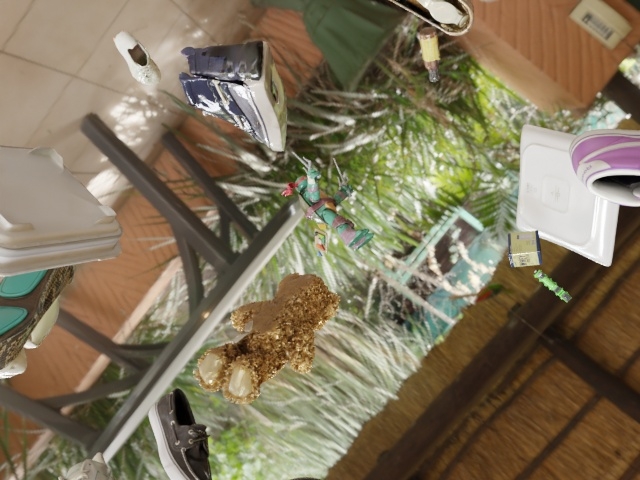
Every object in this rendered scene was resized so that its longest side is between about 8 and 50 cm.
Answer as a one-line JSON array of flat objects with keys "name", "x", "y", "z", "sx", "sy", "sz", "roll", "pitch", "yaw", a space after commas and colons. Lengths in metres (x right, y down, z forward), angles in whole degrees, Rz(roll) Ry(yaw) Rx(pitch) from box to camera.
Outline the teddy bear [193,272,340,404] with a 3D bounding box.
[{"name": "teddy bear", "x": -0.102, "y": 0.206, "z": 1.156, "sx": 0.244, "sy": 0.113, "sz": 0.338, "roll": -7, "pitch": -151, "yaw": 29}]

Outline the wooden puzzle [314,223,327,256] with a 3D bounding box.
[{"name": "wooden puzzle", "x": 0.000, "y": 0.000, "z": 1.747, "sx": 0.014, "sy": 0.117, "sz": 0.078, "roll": -15, "pitch": -160, "yaw": -30}]

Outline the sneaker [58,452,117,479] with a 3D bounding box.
[{"name": "sneaker", "x": -0.196, "y": 0.216, "z": 0.453, "sx": 0.053, "sy": 0.061, "sz": 0.152, "roll": -23, "pitch": 176, "yaw": -14}]

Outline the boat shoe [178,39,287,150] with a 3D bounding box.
[{"name": "boat shoe", "x": -0.157, "y": -0.271, "z": 1.079, "sx": 0.340, "sy": 0.157, "sz": 0.127, "roll": 74, "pitch": 18, "yaw": -74}]

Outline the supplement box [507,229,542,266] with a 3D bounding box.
[{"name": "supplement box", "x": 0.575, "y": 0.023, "z": 1.574, "sx": 0.083, "sy": 0.056, "sz": 0.083, "roll": -7, "pitch": -135, "yaw": 24}]

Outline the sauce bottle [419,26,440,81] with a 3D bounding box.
[{"name": "sauce bottle", "x": 0.261, "y": -0.436, "z": 1.319, "sx": 0.042, "sy": 0.042, "sz": 0.128, "roll": -53, "pitch": 143, "yaw": -25}]

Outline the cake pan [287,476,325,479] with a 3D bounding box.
[{"name": "cake pan", "x": -0.019, "y": 0.608, "z": 1.062, "sx": 0.293, "sy": 0.293, "sz": 0.054, "roll": -53, "pitch": -174, "yaw": -34}]

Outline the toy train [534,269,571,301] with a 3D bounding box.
[{"name": "toy train", "x": 0.422, "y": 0.082, "z": 1.017, "sx": 0.017, "sy": 0.083, "sz": 0.024, "roll": -50, "pitch": -171, "yaw": 12}]

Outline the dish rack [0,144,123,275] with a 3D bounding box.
[{"name": "dish rack", "x": -0.506, "y": -0.075, "z": 0.960, "sx": 0.072, "sy": 0.285, "sz": 0.333, "roll": -48, "pitch": 170, "yaw": 17}]

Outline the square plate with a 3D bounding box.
[{"name": "square plate", "x": 0.689, "y": -0.134, "z": 1.603, "sx": 0.049, "sy": 0.348, "sz": 0.344, "roll": -17, "pitch": -153, "yaw": -23}]

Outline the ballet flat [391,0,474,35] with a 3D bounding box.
[{"name": "ballet flat", "x": 0.194, "y": -0.521, "z": 1.148, "sx": 0.108, "sy": 0.315, "sz": 0.106, "roll": -55, "pitch": -157, "yaw": 38}]

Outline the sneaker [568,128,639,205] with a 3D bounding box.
[{"name": "sneaker", "x": 0.547, "y": -0.109, "z": 0.863, "sx": 0.161, "sy": 0.281, "sz": 0.102, "roll": -74, "pitch": 154, "yaw": -55}]

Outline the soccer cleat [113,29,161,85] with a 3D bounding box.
[{"name": "soccer cleat", "x": -0.456, "y": -0.450, "z": 1.424, "sx": 0.068, "sy": 0.076, "sz": 0.196, "roll": -47, "pitch": 159, "yaw": -8}]

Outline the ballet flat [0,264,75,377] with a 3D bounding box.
[{"name": "ballet flat", "x": -0.649, "y": 0.172, "z": 1.185, "sx": 0.483, "sy": 0.163, "sz": 0.182, "roll": -80, "pitch": 168, "yaw": -59}]

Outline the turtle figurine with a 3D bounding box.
[{"name": "turtle figurine", "x": 0.016, "y": -0.085, "z": 1.215, "sx": 0.118, "sy": 0.234, "sz": 0.175, "roll": -45, "pitch": 165, "yaw": 24}]

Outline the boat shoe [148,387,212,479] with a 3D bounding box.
[{"name": "boat shoe", "x": -0.227, "y": 0.341, "z": 0.961, "sx": 0.076, "sy": 0.080, "sz": 0.228, "roll": -48, "pitch": -142, "yaw": 0}]
